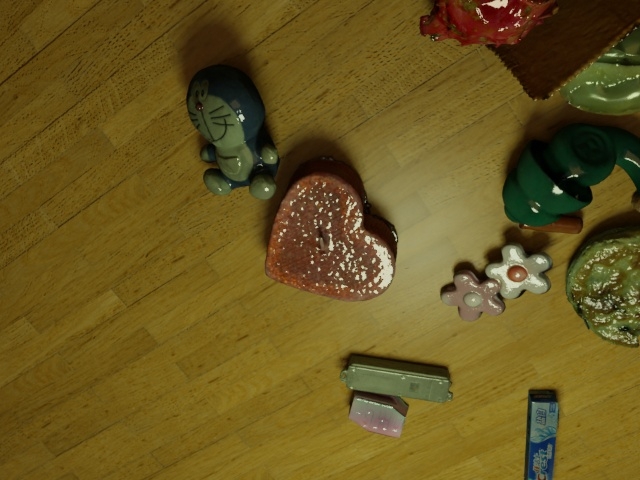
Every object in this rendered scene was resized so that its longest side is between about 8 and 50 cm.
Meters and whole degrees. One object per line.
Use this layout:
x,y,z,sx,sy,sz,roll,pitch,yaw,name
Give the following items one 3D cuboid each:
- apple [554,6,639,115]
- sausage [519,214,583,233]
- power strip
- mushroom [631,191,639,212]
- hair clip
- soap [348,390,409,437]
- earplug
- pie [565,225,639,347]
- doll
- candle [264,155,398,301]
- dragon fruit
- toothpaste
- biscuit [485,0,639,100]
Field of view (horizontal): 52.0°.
0.526,-0.332,1.179,0.188,0.174,0.207,11,123,32,apple
0.488,-0.037,1.381,0.131,0.041,0.039,5,92,4,sausage
0.183,0.332,1.575,0.272,0.052,0.078,8,114,4,power strip
0.741,-0.049,1.323,0.209,0.094,0.072,25,117,0,mushroom
0.387,0.092,1.438,0.257,0.075,0.146,-35,110,24,hair clip
0.146,0.425,1.617,0.149,0.056,0.100,15,117,0,soap
0.500,-0.120,1.303,0.257,0.164,0.280,22,132,-37,earplug
0.672,0.097,1.392,0.302,0.067,0.303,8,123,12,pie
-0.174,-0.219,1.311,0.228,0.154,0.259,9,134,43,doll
0.000,0.000,1.410,0.287,0.131,0.317,-23,108,19,candle
0.295,-0.438,1.150,0.268,0.210,0.205,-28,116,40,dragon fruit
0.538,0.492,1.601,0.066,0.053,0.272,-2,114,7,toothpaste
0.426,-0.377,1.153,0.237,0.232,0.013,-39,135,19,biscuit
